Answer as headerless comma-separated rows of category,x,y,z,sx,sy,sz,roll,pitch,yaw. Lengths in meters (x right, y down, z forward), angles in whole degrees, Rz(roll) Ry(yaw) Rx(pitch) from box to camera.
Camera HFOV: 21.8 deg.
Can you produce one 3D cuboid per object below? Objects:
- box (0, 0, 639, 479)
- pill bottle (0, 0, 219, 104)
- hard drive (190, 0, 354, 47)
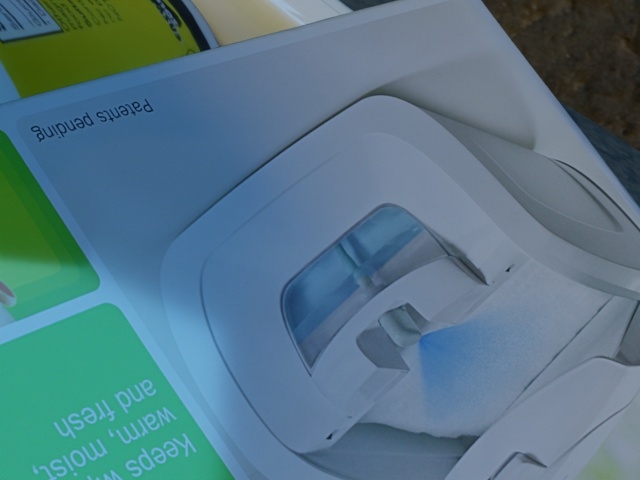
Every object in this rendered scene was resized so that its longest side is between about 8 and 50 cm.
box,-0.003,0.076,0.438,0.262,0.127,0.231,-21,72,-47
pill bottle,-0.162,-0.022,0.619,0.188,0.188,0.334,38,18,4
hard drive,0.000,0.000,0.826,0.353,0.233,0.047,38,46,3
